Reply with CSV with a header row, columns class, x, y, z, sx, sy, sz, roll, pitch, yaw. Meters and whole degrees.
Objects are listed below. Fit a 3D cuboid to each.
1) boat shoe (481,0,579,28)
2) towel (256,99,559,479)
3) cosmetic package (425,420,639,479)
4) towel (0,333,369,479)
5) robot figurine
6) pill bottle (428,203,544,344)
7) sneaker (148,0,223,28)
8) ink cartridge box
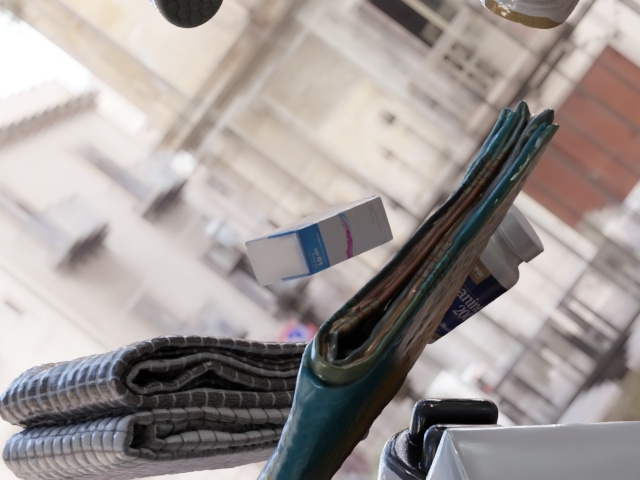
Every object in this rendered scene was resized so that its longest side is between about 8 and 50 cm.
class,x,y,z,sx,sy,sz,roll,pitch,yaw
boat shoe,0.206,-0.277,1.610,0.277,0.098,0.096,-63,-11,-49
towel,0.027,0.091,1.351,0.271,0.040,0.370,-49,-9,-35
cosmetic package,0.265,0.424,1.944,0.327,0.329,0.394,-107,24,-43
towel,-0.124,0.148,1.822,0.283,0.121,0.235,-1,-10,-38
robot figurine,0.146,0.316,2.251,0.209,0.173,0.278,-33,-44,-56
pill bottle,0.114,0.023,1.563,0.120,0.067,0.067,-36,-2,13
sneaker,-0.137,-0.296,1.543,0.086,0.163,0.226,-10,-61,-24
ink cartridge box,0.000,0.000,2.022,0.122,0.052,0.088,-24,7,-39
